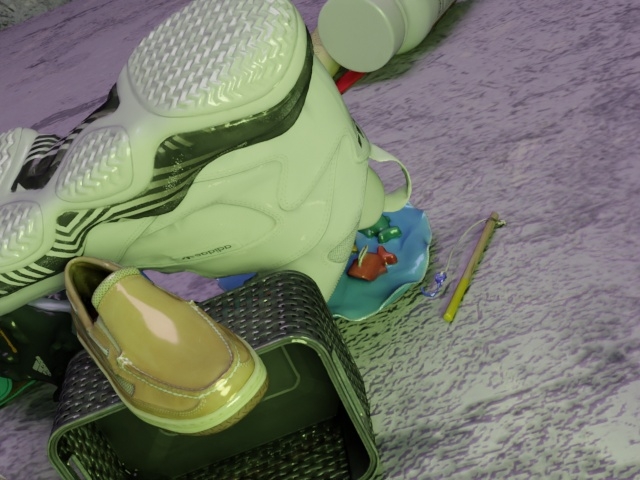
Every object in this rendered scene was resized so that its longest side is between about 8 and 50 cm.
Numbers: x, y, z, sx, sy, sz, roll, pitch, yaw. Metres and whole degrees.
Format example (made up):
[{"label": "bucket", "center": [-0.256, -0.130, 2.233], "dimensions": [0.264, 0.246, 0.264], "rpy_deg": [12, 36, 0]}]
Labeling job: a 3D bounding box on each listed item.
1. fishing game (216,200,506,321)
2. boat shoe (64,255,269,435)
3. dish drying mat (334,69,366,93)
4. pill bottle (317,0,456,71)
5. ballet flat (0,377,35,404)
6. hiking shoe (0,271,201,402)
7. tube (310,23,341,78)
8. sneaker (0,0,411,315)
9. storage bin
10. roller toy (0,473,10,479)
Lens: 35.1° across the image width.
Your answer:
[{"label": "fishing game", "center": [0.000, 0.000, 0.821], "dimensions": [0.264, 0.041, 0.189], "rpy_deg": [11, 40, 26]}, {"label": "boat shoe", "center": [-0.101, 0.050, 0.565], "dimensions": [0.068, 0.072, 0.190], "rpy_deg": [-39, 30, -25]}, {"label": "dish drying mat", "center": [0.032, -0.199, 1.264], "dimensions": [0.032, 0.008, 0.083], "rpy_deg": [9, 42, 48]}, {"label": "pill bottle", "center": [0.092, -0.309, 1.275], "dimensions": [0.131, 0.131, 0.229], "rpy_deg": [-5, 33, 36]}, {"label": "ballet flat", "center": [-0.284, 0.097, 0.926], "dimensions": [0.247, 0.083, 0.087], "rpy_deg": [-25, 12, -6]}, {"label": "hiking shoe", "center": [-0.218, 0.055, 0.845], "dimensions": [0.304, 0.113, 0.132], "rpy_deg": [29, 37, 22]}, {"label": "tube", "center": [-0.004, -0.224, 1.296], "dimensions": [0.062, 0.070, 0.240], "rpy_deg": [20, 43, 8]}, {"label": "sneaker", "center": [-0.115, -0.005, 0.717], "dimensions": [0.365, 0.210, 0.137], "rpy_deg": [-31, 42, 20]}, {"label": "storage bin", "center": [-0.066, 0.112, 0.643], "dimensions": [0.180, 0.122, 0.084], "rpy_deg": [-23, 26, 6]}, {"label": "roller toy", "center": [-0.237, 0.206, 0.542], "dimensions": [0.146, 0.191, 0.209], "rpy_deg": [9, 42, 48]}]
